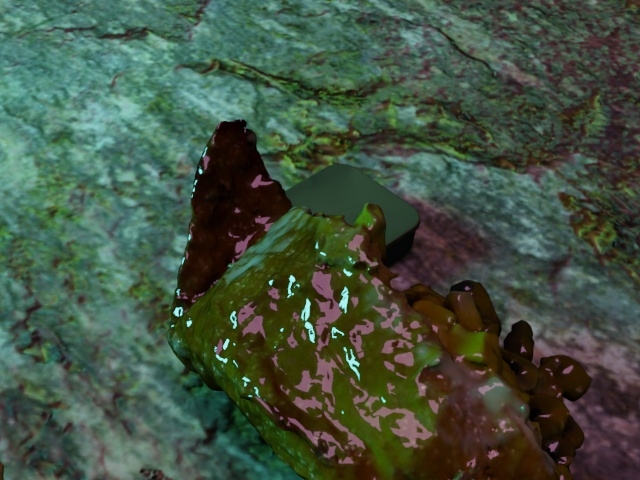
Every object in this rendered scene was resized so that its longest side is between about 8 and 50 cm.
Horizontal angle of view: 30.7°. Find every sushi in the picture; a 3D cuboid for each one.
[{"bbox_3d":[0.032,0.064,0.661,0.179,0.167,0.296,-42,48,-11],"label":"sushi"}]

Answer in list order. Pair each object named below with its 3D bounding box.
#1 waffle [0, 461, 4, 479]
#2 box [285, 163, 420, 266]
[{"bbox_3d":[-0.272,0.175,0.526,0.248,0.055,0.221,14,37,-21],"label":"waffle"},{"bbox_3d":[0.000,0.000,0.810,0.126,0.031,0.091,-33,53,-31],"label":"box"}]
